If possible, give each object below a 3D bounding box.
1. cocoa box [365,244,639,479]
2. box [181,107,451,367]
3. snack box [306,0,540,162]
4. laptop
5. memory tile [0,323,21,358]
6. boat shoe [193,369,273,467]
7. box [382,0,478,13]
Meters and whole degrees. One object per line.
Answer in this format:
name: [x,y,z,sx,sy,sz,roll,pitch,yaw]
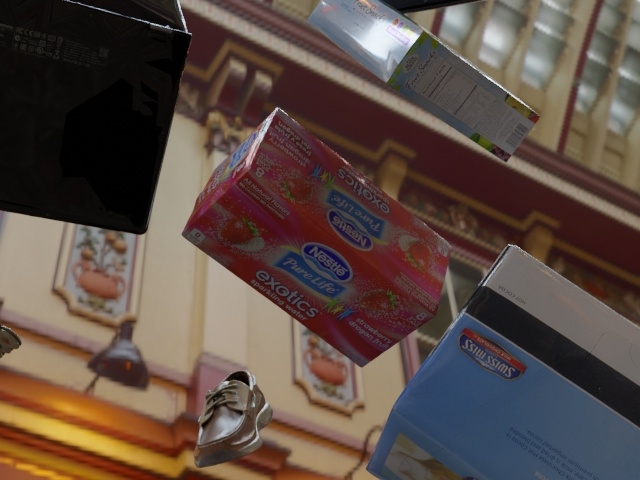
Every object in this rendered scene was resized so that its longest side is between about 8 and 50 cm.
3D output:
cocoa box: [0.255,0.221,1.158,0.347,0.228,0.231,35,-24,12]
box: [0.000,0.000,1.213,0.257,0.122,0.128,38,-51,-16]
snack box: [0.110,-0.184,1.212,0.207,0.174,0.070,24,-75,-41]
laptop: [-0.385,-0.252,1.421,0.382,0.236,0.407,11,-85,-28]
memory tile: [-0.460,0.098,1.486,0.148,0.012,0.113,46,-33,-14]
boat shoe: [-0.166,0.308,1.991,0.123,0.324,0.116,-18,-85,5]
box: [0.118,-0.387,1.325,0.184,0.059,0.232,-9,-82,3]
